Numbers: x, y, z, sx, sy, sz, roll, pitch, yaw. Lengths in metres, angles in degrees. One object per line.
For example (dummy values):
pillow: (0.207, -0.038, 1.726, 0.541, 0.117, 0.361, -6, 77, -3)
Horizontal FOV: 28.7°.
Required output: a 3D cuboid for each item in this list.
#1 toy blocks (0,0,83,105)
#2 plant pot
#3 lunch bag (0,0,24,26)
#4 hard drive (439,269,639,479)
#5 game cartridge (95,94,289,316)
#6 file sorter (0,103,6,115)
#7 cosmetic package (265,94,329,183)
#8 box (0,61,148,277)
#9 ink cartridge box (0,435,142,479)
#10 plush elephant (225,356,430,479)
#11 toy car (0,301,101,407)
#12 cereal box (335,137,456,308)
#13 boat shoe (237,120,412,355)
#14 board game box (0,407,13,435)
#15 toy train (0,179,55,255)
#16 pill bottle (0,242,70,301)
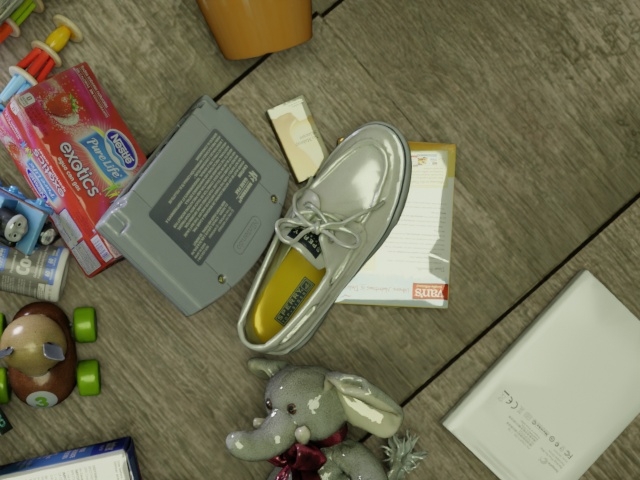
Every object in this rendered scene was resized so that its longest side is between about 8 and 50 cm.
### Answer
toy blocks: (-0.422, -0.266, 1.733, 0.123, 0.054, 0.148, 37, 70, -4)
plant pot: (-0.095, -0.355, 1.723, 0.205, 0.205, 0.188, -15, 106, -5)
lunch bag: (-0.457, -0.424, 1.659, 0.256, 0.212, 0.305, 42, 85, 4)
hard drive: (0.352, 0.223, 1.823, 0.203, 0.040, 0.307, 44, 85, -3)
game cartridge: (-0.157, -0.043, 1.680, 0.198, 0.062, 0.297, 50, 43, -18)
file sorter: (-0.537, -0.158, 1.709, 0.118, 0.104, 0.170, 39, 86, 2)
cosmetic package: (-0.030, -0.144, 1.792, 0.060, 0.041, 0.115, -25, 91, -6)
box: (-0.319, -0.094, 1.705, 0.123, 0.128, 0.257, -33, 92, -31)
ink cartridge box: (-0.363, 0.429, 1.698, 0.395, 0.151, 0.270, -11, 91, -4)
plush elephant: (-0.015, 0.287, 1.684, 0.330, 0.272, 0.255, -41, 108, -33)
toy car: (-0.383, 0.158, 1.680, 0.155, 0.188, 0.149, -4, 89, -5)
cereal box: (0.103, -0.024, 1.799, 0.173, 0.047, 0.240, 4, 90, -4)
boat shoe: (-0.008, -0.004, 1.699, 0.136, 0.156, 0.367, 36, 99, 15)
board game box: (-0.509, 0.237, 1.693, 0.186, 0.026, 0.126, -31, 92, 35)
toy train: (-0.442, -0.041, 1.672, 0.184, 0.105, 0.080, 27, 99, 23)
pill bottle: (-0.422, 0.035, 1.734, 0.137, 0.078, 0.078, 12, 88, -5)
